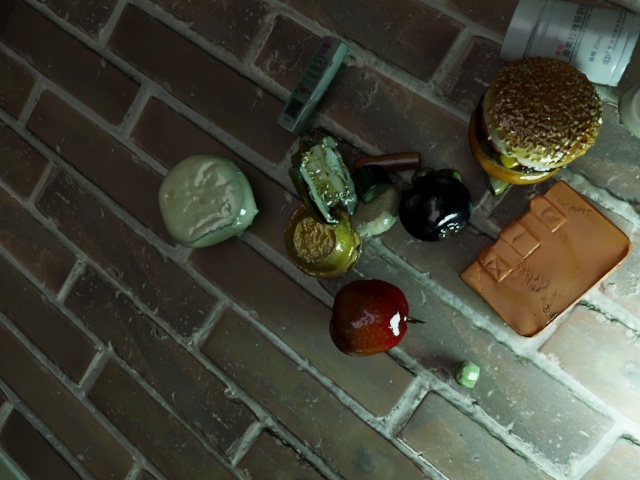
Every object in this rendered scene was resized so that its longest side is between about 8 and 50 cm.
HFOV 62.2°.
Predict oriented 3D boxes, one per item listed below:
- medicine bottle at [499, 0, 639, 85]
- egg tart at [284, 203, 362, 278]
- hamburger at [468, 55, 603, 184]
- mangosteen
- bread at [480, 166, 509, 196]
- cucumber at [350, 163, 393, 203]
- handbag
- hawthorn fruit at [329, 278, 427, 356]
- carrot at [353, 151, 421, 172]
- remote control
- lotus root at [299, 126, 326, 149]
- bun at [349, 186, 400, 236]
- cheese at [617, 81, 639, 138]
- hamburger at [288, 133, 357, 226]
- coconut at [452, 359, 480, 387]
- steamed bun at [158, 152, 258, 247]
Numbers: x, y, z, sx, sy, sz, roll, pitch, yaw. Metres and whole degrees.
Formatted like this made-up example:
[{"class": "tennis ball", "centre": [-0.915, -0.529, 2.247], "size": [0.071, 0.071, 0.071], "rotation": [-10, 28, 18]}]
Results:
[{"class": "medicine bottle", "centre": [0.694, -0.564, 1.489], "size": [0.332, 0.190, 0.189], "rotation": [20, 97, 19]}, {"class": "egg tart", "centre": [0.000, 0.000, 1.791], "size": [0.289, 0.118, 0.288], "rotation": [0, 92, 16]}, {"class": "hamburger", "centre": [0.586, -0.333, 1.466], "size": [0.330, 0.250, 0.329], "rotation": [0, 80, 2]}, {"class": "mangosteen", "centre": [0.345, -0.111, 1.616], "size": [0.243, 0.243, 0.242], "rotation": [0, 90, 20]}, {"class": "bread", "centre": [0.533, -0.221, 1.608], "size": [0.094, 0.083, 0.157], "rotation": [-27, 79, 11]}, {"class": "cucumber", "centre": [0.156, -0.187, 1.676], "size": [0.116, 0.062, 0.115], "rotation": [-34, 46, 12]}, {"class": "handbag", "centre": [0.648, 0.062, 1.555], "size": [0.410, 0.116, 0.303], "rotation": [-46, 73, 14]}, {"class": "hawthorn fruit", "centre": [0.182, 0.250, 1.662], "size": [0.301, 0.254, 0.253], "rotation": [9, 94, 8]}, {"class": "carrot", "centre": [0.213, -0.251, 1.733], "size": [0.225, 0.067, 0.067], "rotation": [-5, 89, 18]}, {"class": "remote control", "centre": [-0.029, -0.524, 1.794], "size": [0.343, 0.050, 0.145], "rotation": [-60, 37, 11]}, {"class": "lotus root", "centre": [-0.033, -0.291, 1.813], "size": [0.108, 0.095, 0.190], "rotation": [26, 108, 39]}, {"class": "bun", "centre": [0.178, -0.094, 1.715], "size": [0.164, 0.111, 0.188], "rotation": [13, 71, 36]}, {"class": "cheese", "centre": [0.954, -0.319, 1.457], "size": [0.163, 0.082, 0.286], "rotation": [-39, 80, 17]}, {"class": "hamburger", "centre": [-0.001, -0.199, 1.690], "size": [0.168, 0.192, 0.287], "rotation": [-29, 108, -8]}, {"class": "coconut", "centre": [0.449, 0.413, 1.644], "size": [0.081, 0.082, 0.083], "rotation": [27, 123, 12]}, {"class": "steamed bun", "centre": [-0.389, -0.142, 1.868], "size": [0.334, 0.233, 0.311], "rotation": [-17, 82, 11]}]
